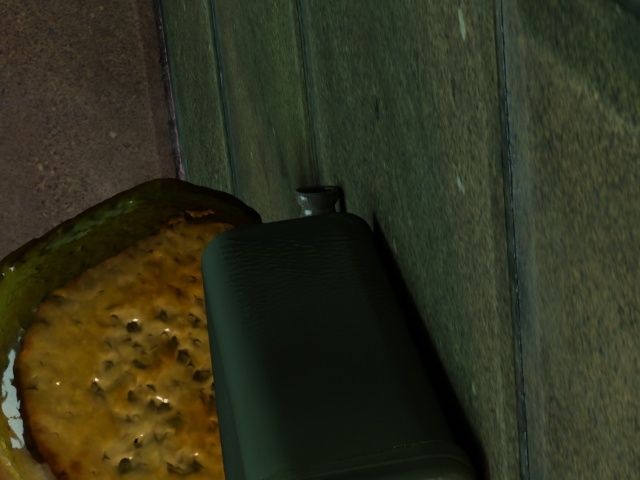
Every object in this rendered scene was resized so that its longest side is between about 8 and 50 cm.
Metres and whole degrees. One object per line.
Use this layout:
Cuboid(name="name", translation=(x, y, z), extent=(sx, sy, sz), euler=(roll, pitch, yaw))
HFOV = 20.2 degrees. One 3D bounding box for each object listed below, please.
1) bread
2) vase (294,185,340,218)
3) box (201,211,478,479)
Cuboid(name="bread", translation=(-0.171, 0.141, 1.851), extent=(0.215, 0.398, 0.398), euler=(-167, 67, -74))
Cuboid(name="vase", translation=(0.000, 0.000, 1.696), extent=(0.053, 0.053, 0.101), euler=(-134, 40, -74))
Cuboid(name="box", translation=(0.010, 0.211, 1.508), extent=(0.344, 0.177, 0.352), euler=(-107, 10, -52))
